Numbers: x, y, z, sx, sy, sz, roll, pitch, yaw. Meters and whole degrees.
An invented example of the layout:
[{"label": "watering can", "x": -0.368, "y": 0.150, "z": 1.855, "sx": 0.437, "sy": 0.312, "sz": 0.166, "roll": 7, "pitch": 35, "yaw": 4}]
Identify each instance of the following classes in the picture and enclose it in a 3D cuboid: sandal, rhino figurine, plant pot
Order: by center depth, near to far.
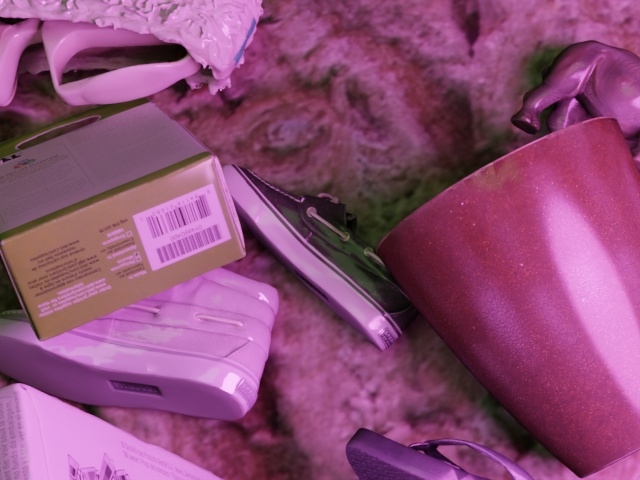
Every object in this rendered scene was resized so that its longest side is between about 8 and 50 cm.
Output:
[{"label": "sandal", "x": 0.141, "y": 0.203, "z": 1.149, "sx": 0.254, "sy": 0.097, "sz": 0.054, "roll": 21, "pitch": 60, "yaw": 9}, {"label": "plant pot", "x": 0.190, "y": 0.058, "z": 1.149, "sx": 0.215, "sy": 0.215, "sz": 0.230, "roll": -27, "pitch": 79, "yaw": -1}, {"label": "rhino figurine", "x": 0.293, "y": -0.098, "z": 1.254, "sx": 0.243, "sy": 0.073, "sz": 0.106, "roll": 22, "pitch": 76, "yaw": 18}]

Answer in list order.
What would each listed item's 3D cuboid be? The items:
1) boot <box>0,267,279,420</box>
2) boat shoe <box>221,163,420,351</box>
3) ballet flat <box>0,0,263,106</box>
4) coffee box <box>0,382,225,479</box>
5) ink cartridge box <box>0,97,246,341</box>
[{"label": "boot", "x": -0.163, "y": 0.072, "z": 1.276, "sx": 0.258, "sy": 0.095, "sz": 0.123, "roll": 10, "pitch": 56, "yaw": 13}, {"label": "boat shoe", "x": 0.000, "y": 0.000, "z": 1.274, "sx": 0.219, "sy": 0.078, "sz": 0.070, "roll": 43, "pitch": 81, "yaw": 16}, {"label": "ballet flat", "x": -0.258, "y": -0.189, "z": 1.369, "sx": 0.408, "sy": 0.147, "sz": 0.147, "roll": -1, "pitch": 66, "yaw": 12}, {"label": "coffee box", "x": -0.242, "y": 0.336, "z": 1.003, "sx": 0.334, "sy": 0.337, "sz": 0.338, "roll": -19, "pitch": 64, "yaw": 13}, {"label": "ink cartridge box", "x": -0.197, "y": -0.034, "z": 1.295, "sx": 0.188, "sy": 0.097, "sz": 0.255, "roll": -23, "pitch": 25, "yaw": -12}]
